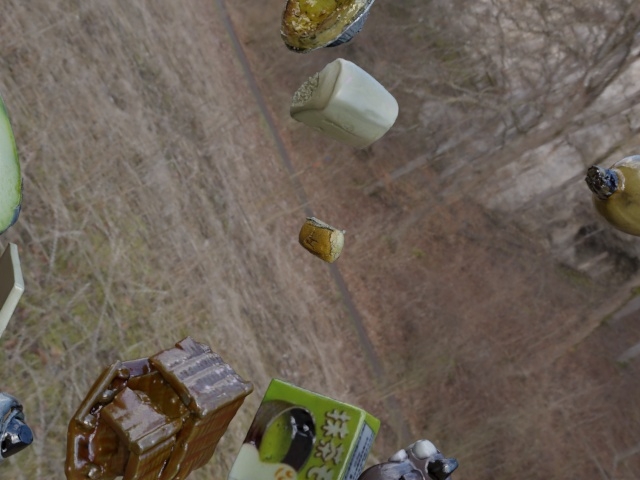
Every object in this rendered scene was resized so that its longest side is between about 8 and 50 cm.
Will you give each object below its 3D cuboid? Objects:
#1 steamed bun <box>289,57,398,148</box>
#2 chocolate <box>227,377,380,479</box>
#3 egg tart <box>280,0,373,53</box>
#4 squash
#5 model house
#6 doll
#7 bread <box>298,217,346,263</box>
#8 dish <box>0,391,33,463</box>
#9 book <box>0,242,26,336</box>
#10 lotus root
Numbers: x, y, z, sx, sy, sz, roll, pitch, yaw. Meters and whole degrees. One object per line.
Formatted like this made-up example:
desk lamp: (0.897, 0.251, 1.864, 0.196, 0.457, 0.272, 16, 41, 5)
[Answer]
steamed bun: (0.073, -0.331, 1.622, 0.226, 0.170, 0.200, 27, -20, -29)
chocolate: (-0.044, 0.501, 1.583, 0.137, 0.289, 0.300, 73, 37, -59)
egg tart: (0.023, -0.462, 1.338, 0.094, 0.234, 0.234, 39, 19, -45)
squash: (-0.576, -0.132, 1.123, 0.237, 0.155, 0.203, -44, 152, -62)
model house: (-0.245, 0.262, 1.020, 0.199, 0.229, 0.219, 7, 66, -55)
doll: (0.167, 0.500, 1.376, 0.117, 0.257, 0.182, 62, -20, 18)
bread: (0.000, 0.000, 1.357, 0.106, 0.053, 0.072, 30, -68, 45)
dish: (-0.568, 0.357, 1.228, 0.141, 0.078, 0.141, 11, 90, -89)
book: (-0.529, 0.129, 1.048, 0.021, 0.216, 0.310, 30, -3, -28)
lotus root: (0.689, -0.102, 1.457, 0.183, 0.310, 0.182, -30, -124, 59)
